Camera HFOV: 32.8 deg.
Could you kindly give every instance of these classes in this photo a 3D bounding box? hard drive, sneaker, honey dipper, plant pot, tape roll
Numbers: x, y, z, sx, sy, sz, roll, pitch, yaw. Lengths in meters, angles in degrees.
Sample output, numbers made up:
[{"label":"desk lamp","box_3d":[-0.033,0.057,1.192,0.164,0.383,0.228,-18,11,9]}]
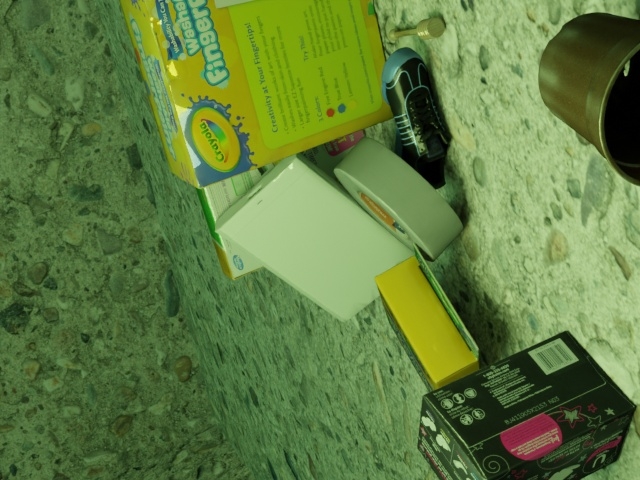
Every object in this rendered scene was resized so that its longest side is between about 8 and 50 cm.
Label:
[{"label":"hard drive","box_3d":[0.000,0.000,1.876,0.307,0.203,0.040,37,-153,-26]},{"label":"sneaker","box_3d":[0.154,-0.182,1.657,0.090,0.081,0.232,45,157,44]},{"label":"honey dipper","box_3d":[0.139,-0.314,1.625,0.160,0.030,0.031,-157,48,-70]},{"label":"plant pot","box_3d":[0.319,-0.159,1.120,0.165,0.166,0.167,-128,23,-61]},{"label":"tape roll","box_3d":[0.122,-0.065,1.725,0.219,0.072,0.219,43,175,5]}]

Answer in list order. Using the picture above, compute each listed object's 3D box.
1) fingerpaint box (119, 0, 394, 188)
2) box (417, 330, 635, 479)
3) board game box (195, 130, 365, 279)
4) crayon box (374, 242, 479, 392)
[{"label":"fingerpaint box","box_3d":[-0.113,-0.359,1.733,0.163,0.371,0.445,29,138,61]},{"label":"box","box_3d":[0.280,0.263,1.519,0.163,0.247,0.142,53,155,38]},{"label":"board game box","box_3d":[-0.057,-0.099,1.943,0.064,0.316,0.242,24,132,67]},{"label":"crayon box","box_3d":[0.180,0.157,1.796,0.203,0.083,0.323,60,177,22]}]
